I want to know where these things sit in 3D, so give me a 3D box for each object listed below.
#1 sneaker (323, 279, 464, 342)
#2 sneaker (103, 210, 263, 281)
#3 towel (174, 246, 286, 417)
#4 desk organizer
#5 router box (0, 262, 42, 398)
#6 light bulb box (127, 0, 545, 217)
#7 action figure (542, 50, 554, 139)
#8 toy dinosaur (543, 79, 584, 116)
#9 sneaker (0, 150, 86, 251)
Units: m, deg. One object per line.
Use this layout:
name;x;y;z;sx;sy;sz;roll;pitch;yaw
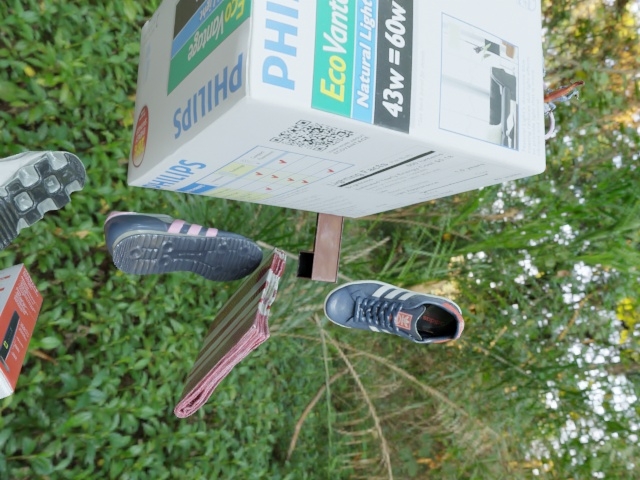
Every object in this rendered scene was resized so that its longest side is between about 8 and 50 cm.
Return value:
sneaker;0.181;0.180;1.367;0.148;0.350;0.131;-81;175;-80
sneaker;-0.256;-0.002;1.070;0.319;0.112;0.131;13;25;-45
towel;-0.161;0.161;1.070;0.037;0.237;0.329;39;20;-13
desk organizer;0.000;0.000;0.889;0.050;0.047;0.130;8;87;-38
router box;-0.623;0.180;0.846;0.301;0.335;0.082;-130;-158;-63
light bulb box;0.004;-0.176;0.662;0.358;0.361;0.225;-12;-106;56
action figure;0.470;-0.433;1.636;0.275;0.370;0.248;42;52;-45
toy dinosaur;0.430;-0.273;1.036;0.090;0.082;0.047;70;9;-69
sneaker;-0.577;-0.056;0.946;0.330;0.146;0.122;-41;136;-41
